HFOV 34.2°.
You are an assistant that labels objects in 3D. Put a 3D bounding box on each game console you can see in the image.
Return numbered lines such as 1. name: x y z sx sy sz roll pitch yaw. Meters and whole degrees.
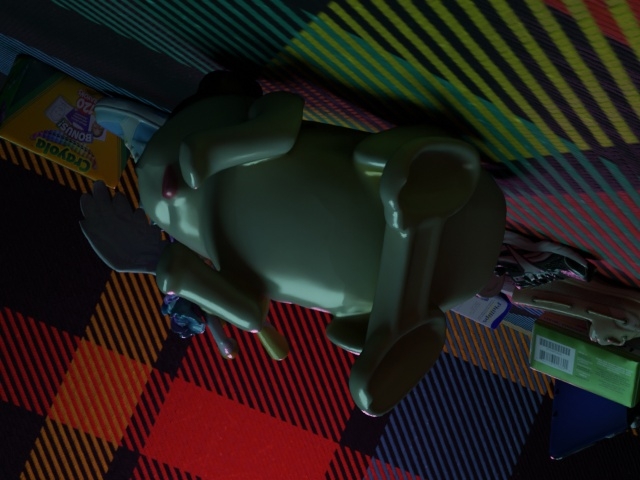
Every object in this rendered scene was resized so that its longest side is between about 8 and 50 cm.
1. game console: 0.554 0.283 1.805 0.250 0.173 0.293 23 -147 2

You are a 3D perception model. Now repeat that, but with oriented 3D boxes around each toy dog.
1. toy dog: -0.020 -0.057 1.162 0.408 0.284 0.395 20 -148 29

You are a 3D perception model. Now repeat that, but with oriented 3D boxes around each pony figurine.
1. pony figurine: -0.206 0.028 1.788 0.351 0.303 0.363 59 179 34

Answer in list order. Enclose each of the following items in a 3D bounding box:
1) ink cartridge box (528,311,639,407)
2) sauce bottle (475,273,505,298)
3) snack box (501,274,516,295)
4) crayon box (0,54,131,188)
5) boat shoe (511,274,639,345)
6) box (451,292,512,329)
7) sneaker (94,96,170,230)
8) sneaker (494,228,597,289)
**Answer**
1. ink cartridge box: 0.496 0.150 1.753 0.189 0.097 0.255 21 -143 33
2. sauce bottle: 0.232 0.054 1.999 0.111 0.111 0.344 25 178 -24
3. snack box: 0.425 0.108 2.149 0.100 0.037 0.141 26 177 -15
4. crayon box: -0.503 -0.232 2.065 0.278 0.165 0.081 26 176 -40
5. boat shoe: 0.450 0.117 1.622 0.302 0.098 0.109 23 177 8
6. box: 0.323 0.109 2.231 0.137 0.072 0.126 25 -158 -23
7. sneaker: -0.326 -0.139 1.967 0.319 0.208 0.127 23 178 22
8. sneaker: 0.319 0.041 1.518 0.072 0.077 0.178 25 176 -40
